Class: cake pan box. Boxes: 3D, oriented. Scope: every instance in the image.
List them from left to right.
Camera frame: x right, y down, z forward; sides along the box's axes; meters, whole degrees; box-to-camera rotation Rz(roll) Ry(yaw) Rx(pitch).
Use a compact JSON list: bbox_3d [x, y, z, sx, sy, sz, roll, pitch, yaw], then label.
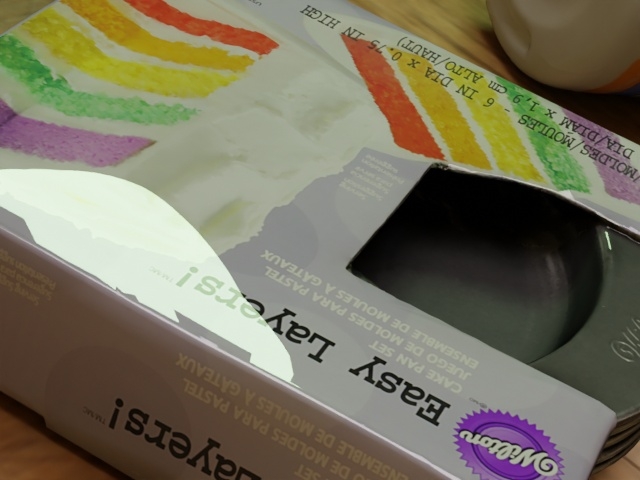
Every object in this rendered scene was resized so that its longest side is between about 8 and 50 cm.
[{"bbox_3d":[0.000,0.000,0.592,0.266,0.070,0.246,29,37,11],"label":"cake pan box"}]

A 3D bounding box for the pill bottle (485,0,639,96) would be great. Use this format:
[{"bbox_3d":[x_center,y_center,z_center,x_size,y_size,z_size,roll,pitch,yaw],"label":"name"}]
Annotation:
[{"bbox_3d":[0.232,-0.142,0.835,0.272,0.152,0.152,2,38,-26],"label":"pill bottle"}]
